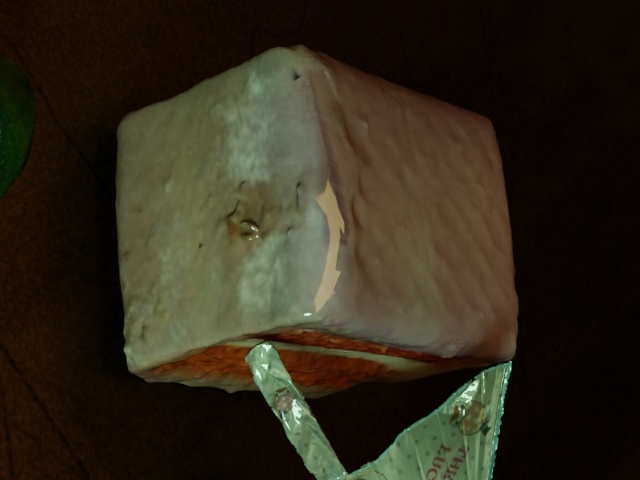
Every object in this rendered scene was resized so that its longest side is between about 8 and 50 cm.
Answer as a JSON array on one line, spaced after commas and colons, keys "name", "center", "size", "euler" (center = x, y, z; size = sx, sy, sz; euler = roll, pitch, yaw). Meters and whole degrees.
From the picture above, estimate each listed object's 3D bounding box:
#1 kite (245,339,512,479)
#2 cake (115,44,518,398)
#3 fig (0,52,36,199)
[{"name": "kite", "center": [0.023, 0.206, 1.178], "size": [0.335, 0.011, 0.314], "euler": [-37, 113, -9]}, {"name": "cake", "center": [0.000, 0.000, 1.280], "size": [0.309, 0.237, 0.230], "euler": [16, 67, -48]}, {"name": "fig", "center": [-0.247, -0.095, 1.127], "size": [0.117, 0.117, 0.177], "euler": [61, 30, -17]}]
